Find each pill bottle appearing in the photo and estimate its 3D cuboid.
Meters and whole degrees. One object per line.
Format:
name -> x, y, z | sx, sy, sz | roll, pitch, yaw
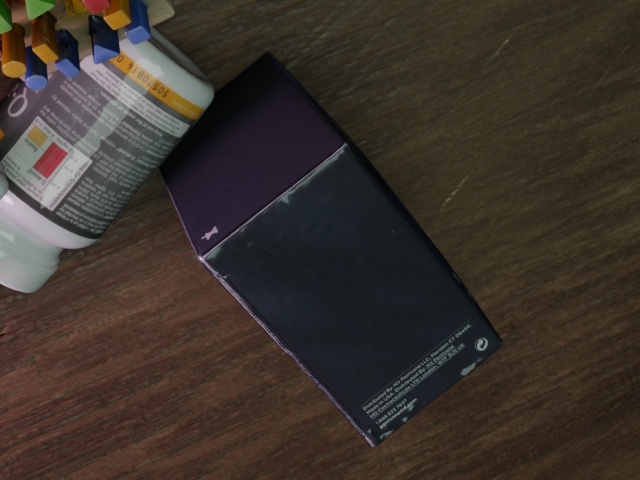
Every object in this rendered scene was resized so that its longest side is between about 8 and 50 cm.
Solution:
pill bottle -> -0.248, -0.093, 1.207 | 0.162, 0.162, 0.278 | 37, 99, -29

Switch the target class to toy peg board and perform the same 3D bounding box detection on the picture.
toy peg board -> -0.229, -0.189, 1.030 | 0.161, 0.079, 0.160 | -21, 145, 14

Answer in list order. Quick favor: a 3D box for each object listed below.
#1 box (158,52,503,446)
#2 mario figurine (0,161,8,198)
box -> 0.000, 0.000, 1.256 | 0.183, 0.296, 0.294 | -39, 120, 3
mario figurine -> -0.404, -0.104, 1.094 | 0.198, 0.170, 0.320 | 1, 90, -47
